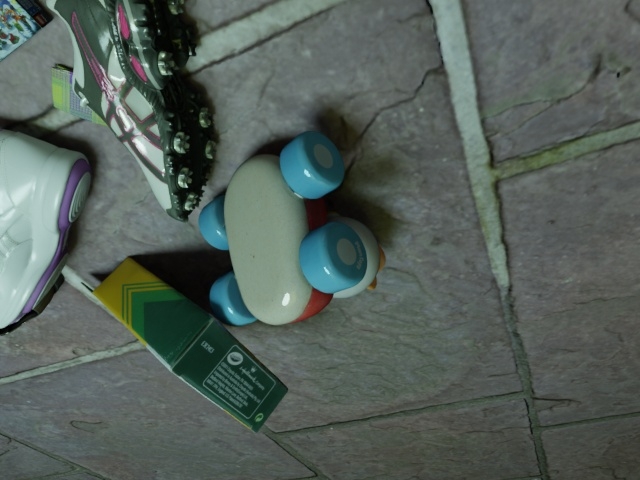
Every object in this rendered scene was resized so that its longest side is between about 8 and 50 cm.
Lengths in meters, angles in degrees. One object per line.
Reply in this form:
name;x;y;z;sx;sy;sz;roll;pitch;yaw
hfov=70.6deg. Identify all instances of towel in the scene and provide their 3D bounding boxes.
towel;-0.268;-0.165;0.529;0.083;0.009;0.060;16;134;-14

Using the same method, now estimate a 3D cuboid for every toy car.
toy car;0.000;0.000;0.609;0.238;0.210;0.219;3;158;-46

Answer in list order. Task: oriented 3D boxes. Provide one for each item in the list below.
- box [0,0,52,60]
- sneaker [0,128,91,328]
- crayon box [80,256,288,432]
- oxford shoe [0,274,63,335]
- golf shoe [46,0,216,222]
box;-0.359;-0.226;0.456;0.137;0.027;0.094;-22;130;21
sneaker;-0.420;-0.014;0.609;0.152;0.114;0.305;25;114;-17
crayon box;-0.218;0.143;0.703;0.323;0.083;0.203;20;152;43
oxford shoe;-0.541;0.113;0.749;0.227;0.096;0.083;-20;133;21
golf shoe;-0.193;-0.145;0.501;0.120;0.105;0.273;7;129;10
